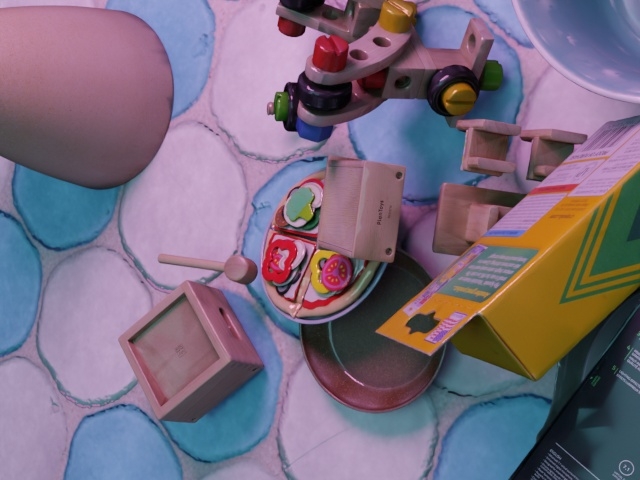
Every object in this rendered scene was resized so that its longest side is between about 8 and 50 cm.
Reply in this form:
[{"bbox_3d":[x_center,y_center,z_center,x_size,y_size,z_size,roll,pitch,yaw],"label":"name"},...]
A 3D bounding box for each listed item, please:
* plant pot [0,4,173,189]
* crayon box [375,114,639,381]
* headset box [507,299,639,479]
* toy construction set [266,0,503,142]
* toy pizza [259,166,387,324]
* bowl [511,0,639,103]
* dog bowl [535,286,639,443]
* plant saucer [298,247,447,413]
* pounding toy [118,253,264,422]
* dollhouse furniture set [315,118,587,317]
[{"bbox_3d":[-0.379,-0.206,1.386,0.256,0.274,0.257,-2,86,32],"label":"plant pot"},{"bbox_3d":[0.214,0.015,0.961,0.323,0.203,0.083,-41,97,-7],"label":"crayon box"},{"bbox_3d":[0.344,0.176,0.889,0.246,0.131,0.283,39,108,27],"label":"headset box"},{"bbox_3d":[0.079,-0.256,1.164,0.237,0.257,0.309,0,109,-11],"label":"toy construction set"},{"bbox_3d":[0.000,0.000,1.249,0.201,0.032,0.201,-17,62,34],"label":"toy pizza"},{"bbox_3d":[0.351,-0.275,1.002,0.311,0.163,0.312,-1,88,32],"label":"bowl"},{"bbox_3d":[0.380,0.154,1.004,0.348,0.102,0.349,-1,87,32],"label":"dog bowl"},{"bbox_3d":[0.066,0.102,1.238,0.198,0.036,0.199,-1,89,32],"label":"plant saucer"},{"bbox_3d":[-0.146,0.098,1.343,0.206,0.094,0.181,-40,64,14],"label":"pounding toy"},{"bbox_3d":[0.135,-0.023,1.130,0.161,0.242,0.212,-161,79,-76],"label":"dollhouse furniture set"}]
